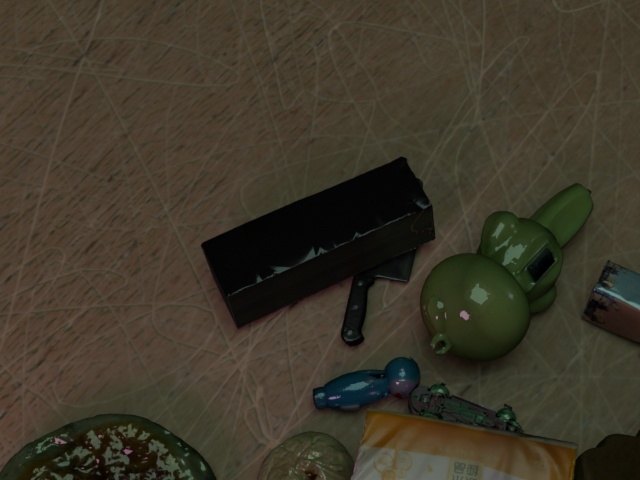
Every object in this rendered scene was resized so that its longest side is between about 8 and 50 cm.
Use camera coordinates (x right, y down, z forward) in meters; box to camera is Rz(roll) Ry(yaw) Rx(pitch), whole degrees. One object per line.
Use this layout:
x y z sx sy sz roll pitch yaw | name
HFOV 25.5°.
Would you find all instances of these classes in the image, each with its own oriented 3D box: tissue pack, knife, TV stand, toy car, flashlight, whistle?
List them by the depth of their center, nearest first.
0.148 0.277 1.529 0.225 0.185 0.124 10 66 6 | tissue pack
0.166 0.214 1.626 0.142 0.055 0.069 21 30 4 | toy car
0.054 0.170 1.657 0.129 0.051 0.051 -13 65 1 | flashlight
0.369 0.076 1.681 0.094 0.074 0.058 26 61 13 | tissue pack
0.216 0.037 1.691 0.141 0.141 0.294 30 50 14 | whistle
0.000 0.000 1.704 0.269 0.082 0.088 -24 57 -8 | TV stand
0.079 0.022 1.740 0.072 0.019 0.245 11 63 6 | knife

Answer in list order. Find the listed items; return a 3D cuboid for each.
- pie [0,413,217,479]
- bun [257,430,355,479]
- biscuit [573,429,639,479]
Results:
-0.242 0.336 1.572 0.303 0.067 0.302 0 65 0 | pie
-0.017 0.267 1.594 0.115 0.069 0.115 -4 62 8 | bun
0.418 0.290 1.513 0.320 0.047 0.183 31 53 -6 | biscuit
